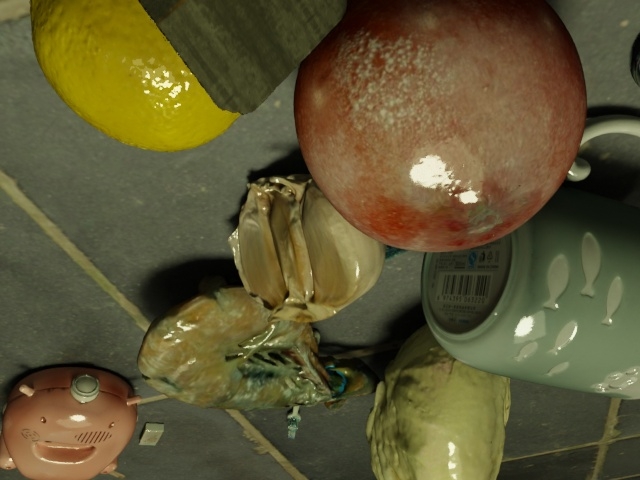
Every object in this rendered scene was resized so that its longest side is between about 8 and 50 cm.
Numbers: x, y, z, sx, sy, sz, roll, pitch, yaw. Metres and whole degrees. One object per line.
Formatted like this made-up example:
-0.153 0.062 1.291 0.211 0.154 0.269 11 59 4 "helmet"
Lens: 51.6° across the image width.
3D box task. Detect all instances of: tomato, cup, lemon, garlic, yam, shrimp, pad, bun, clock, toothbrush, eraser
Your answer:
0.113 -0.109 0.618 0.270 0.227 0.270 -10 143 -7 "tomato"
0.307 0.012 0.829 0.274 0.259 0.357 12 108 -24 "cup"
-0.138 -0.167 0.543 0.203 0.178 0.178 31 130 -23 "lemon"
0.000 0.000 0.809 0.142 0.178 0.229 -15 -175 -36 "garlic"
-0.150 0.134 1.040 0.056 0.057 0.241 -6 141 -2 "yam"
-0.074 0.178 1.023 0.445 0.110 0.221 23 112 -43 "shrimp"
-0.019 -0.281 0.472 0.323 0.055 0.250 -41 119 -7 "pad"
0.187 0.290 1.093 0.212 0.361 0.361 12 143 7 "bun"
-0.437 0.321 1.163 0.227 0.142 0.241 13 135 -25 "clock"
-0.037 0.275 1.263 0.040 0.040 0.386 0 138 -10 "toothbrush"
-0.353 0.405 1.382 0.038 0.019 0.083 8 140 -22 "eraser"

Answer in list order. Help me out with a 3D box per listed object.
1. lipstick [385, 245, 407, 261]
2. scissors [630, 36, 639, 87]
0.007 0.034 0.937 0.312 0.051 0.051 -27 134 29 "lipstick"
0.361 -0.263 0.633 0.109 0.022 0.300 -17 141 7 "scissors"
